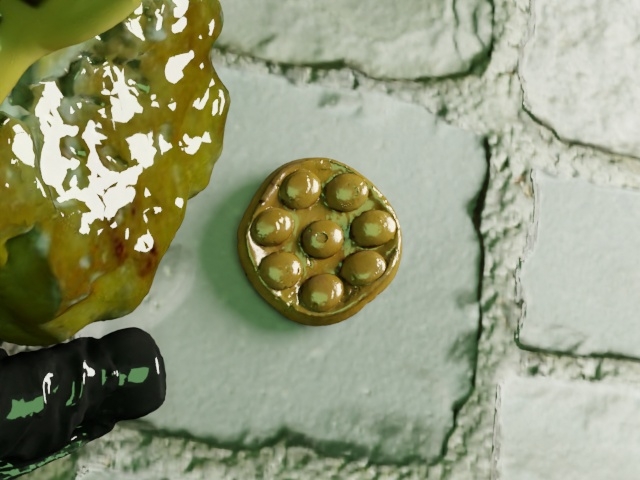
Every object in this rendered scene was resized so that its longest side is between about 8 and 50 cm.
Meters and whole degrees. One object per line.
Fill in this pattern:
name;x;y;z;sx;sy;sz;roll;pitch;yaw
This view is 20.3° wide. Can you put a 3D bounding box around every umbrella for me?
umbrella;-0.249;0.128;0.980;0.358;0.113;0.106;-15;84;-23

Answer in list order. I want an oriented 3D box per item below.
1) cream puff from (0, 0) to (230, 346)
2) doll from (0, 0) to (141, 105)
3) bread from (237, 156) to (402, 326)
cream puff;-0.185;-0.084;1.008;0.282;0.185;0.281;-17;111;-51
doll;-0.167;-0.074;0.847;0.117;0.086;0.291;23;77;29
bread;0.000;0.000;1.135;0.110;0.024;0.110;4;75;-16
